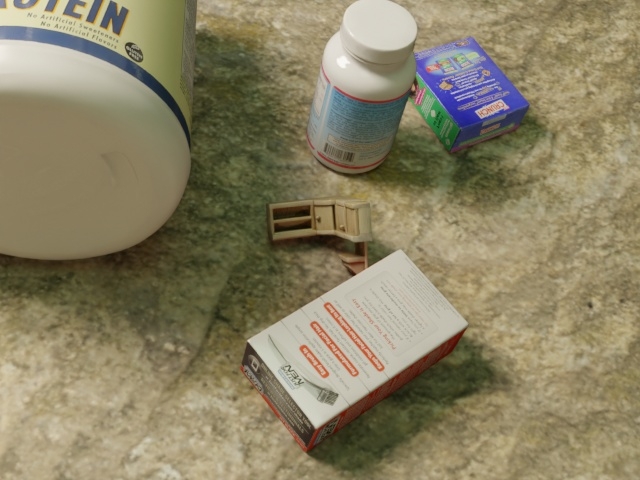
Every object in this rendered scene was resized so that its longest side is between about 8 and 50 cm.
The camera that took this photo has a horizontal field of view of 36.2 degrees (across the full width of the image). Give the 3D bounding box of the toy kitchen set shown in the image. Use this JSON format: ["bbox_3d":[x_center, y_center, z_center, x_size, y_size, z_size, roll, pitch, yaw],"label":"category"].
[{"bbox_3d":[0.000,0.000,0.862,0.075,0.083,0.068,-7,98,-15],"label":"toy kitchen set"}]

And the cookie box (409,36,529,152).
[{"bbox_3d":[0.146,-0.152,1.012,0.092,0.040,0.107,-20,61,-24],"label":"cookie box"}]

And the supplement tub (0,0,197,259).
[{"bbox_3d":[-0.224,-0.173,0.831,0.235,0.235,0.324,3,55,-9],"label":"supplement tub"}]

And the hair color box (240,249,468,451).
[{"bbox_3d":[0.029,0.088,0.810,0.167,0.053,0.093,-28,66,-29],"label":"hair color box"}]

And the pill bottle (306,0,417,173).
[{"bbox_3d":[0.040,-0.142,0.909,0.087,0.160,0.087,6,55,-8],"label":"pill bottle"}]
